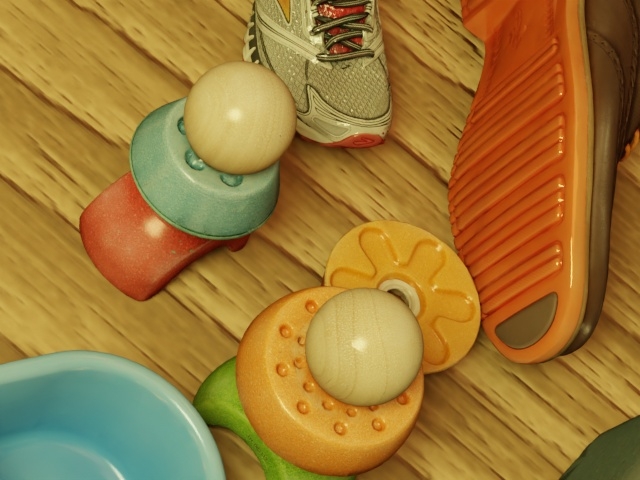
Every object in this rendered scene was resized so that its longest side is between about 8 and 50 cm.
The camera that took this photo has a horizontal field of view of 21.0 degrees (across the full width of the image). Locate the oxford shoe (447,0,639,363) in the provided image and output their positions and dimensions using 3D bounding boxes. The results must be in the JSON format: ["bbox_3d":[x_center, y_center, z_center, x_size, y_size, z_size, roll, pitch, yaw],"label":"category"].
[{"bbox_3d":[0.169,-0.081,1.100,0.132,0.130,0.364,21,58,-26],"label":"oxford shoe"}]

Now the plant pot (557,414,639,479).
[{"bbox_3d":[0.232,0.206,0.880,0.248,0.252,0.247,48,53,6],"label":"plant pot"}]

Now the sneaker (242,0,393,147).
[{"bbox_3d":[-0.004,-0.158,1.079,0.088,0.093,0.225,-5,65,-28],"label":"sneaker"}]

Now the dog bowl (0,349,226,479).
[{"bbox_3d":[-0.175,0.141,0.824,0.297,0.074,0.166,-11,70,-33],"label":"dog bowl"}]

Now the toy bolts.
[{"bbox_3d":[0.000,0.000,0.947,0.228,0.158,0.218,49,54,7],"label":"toy bolts"}]
